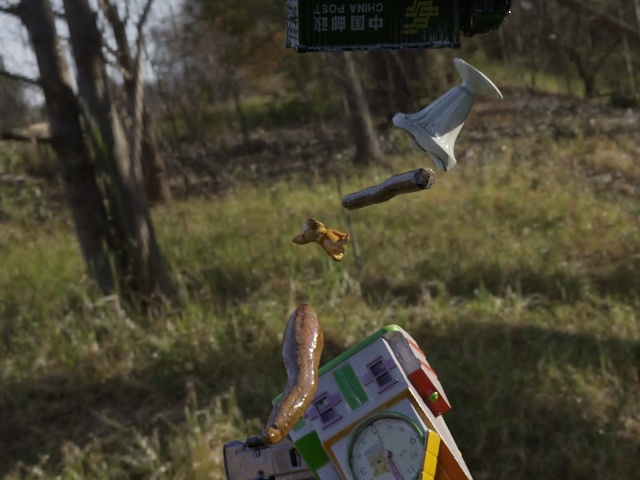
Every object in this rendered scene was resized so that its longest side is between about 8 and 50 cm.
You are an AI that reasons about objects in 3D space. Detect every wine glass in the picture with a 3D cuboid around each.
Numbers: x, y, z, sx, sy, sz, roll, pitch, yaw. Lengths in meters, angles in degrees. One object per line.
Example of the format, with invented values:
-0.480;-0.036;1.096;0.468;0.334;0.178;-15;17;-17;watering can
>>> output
0.262;-0.258;2.142;0.196;0.165;0.165;-48;5;1;wine glass

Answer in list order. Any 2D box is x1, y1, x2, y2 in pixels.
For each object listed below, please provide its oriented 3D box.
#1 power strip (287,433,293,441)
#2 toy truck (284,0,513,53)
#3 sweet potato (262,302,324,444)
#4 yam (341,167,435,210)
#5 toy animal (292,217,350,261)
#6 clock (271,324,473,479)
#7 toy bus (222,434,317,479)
-0.049;0.312;1.759;0.017;0.083;0.027;-36;40;-29;power strip
0.091;-0.280;1.190;0.259;0.121;0.088;-5;17;-11;toy truck
-0.028;0.152;1.153;0.050;0.050;0.214;-10;36;17;sweet potato
0.124;-0.098;2.046;0.045;0.045;0.327;-10;-2;-25;yam
0.000;0.000;1.605;0.083;0.060;0.081;22;39;2;toy animal
0.103;0.319;1.581;0.235;0.309;0.166;-34;-31;8;clock
-0.019;0.388;1.898;0.317;0.112;0.138;-13;-11;31;toy bus
